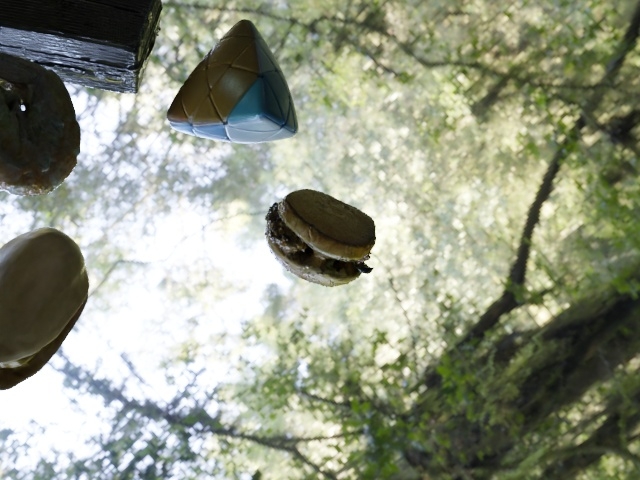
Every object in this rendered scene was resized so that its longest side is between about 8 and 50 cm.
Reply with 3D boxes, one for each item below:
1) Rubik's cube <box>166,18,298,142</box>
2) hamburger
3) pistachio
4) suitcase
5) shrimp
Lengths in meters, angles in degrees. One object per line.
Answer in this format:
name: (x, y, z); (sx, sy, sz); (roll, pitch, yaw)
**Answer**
Rubik's cube: (-0.122, -0.282, 1.671); (0.254, 0.254, 0.254); (36, -154, -21)
hamburger: (-0.008, -0.003, 1.487); (0.182, 0.117, 0.191); (38, -158, 30)
pistachio: (-0.509, 0.103, 1.550); (0.187, 0.187, 0.299); (38, -134, -17)
suitcase: (-0.498, -0.436, 1.796); (0.335, 0.152, 0.229); (10, -125, -1)
shrimp: (-0.438, -0.207, 1.222); (0.164, 0.062, 0.316); (-38, -67, -26)
